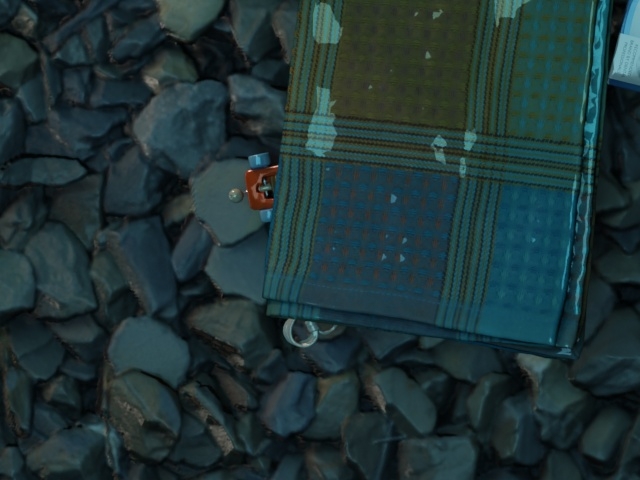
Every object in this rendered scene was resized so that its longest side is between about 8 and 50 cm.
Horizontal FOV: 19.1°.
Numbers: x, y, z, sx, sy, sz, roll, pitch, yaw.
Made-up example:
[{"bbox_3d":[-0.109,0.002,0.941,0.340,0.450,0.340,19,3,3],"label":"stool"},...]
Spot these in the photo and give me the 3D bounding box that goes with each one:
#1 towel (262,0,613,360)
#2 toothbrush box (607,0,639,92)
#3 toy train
[{"bbox_3d":[0.092,-0.105,1.487,0.271,0.040,0.370,7,91,25],"label":"towel"},{"bbox_3d":[0.385,-0.187,1.404,0.295,0.126,0.216,16,104,11],"label":"toothbrush box"},{"bbox_3d":[0.000,0.000,1.583,0.125,0.046,0.166,-14,92,18],"label":"toy train"}]
